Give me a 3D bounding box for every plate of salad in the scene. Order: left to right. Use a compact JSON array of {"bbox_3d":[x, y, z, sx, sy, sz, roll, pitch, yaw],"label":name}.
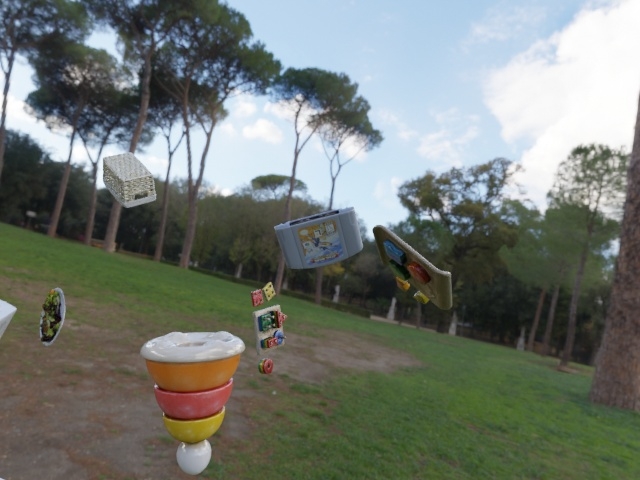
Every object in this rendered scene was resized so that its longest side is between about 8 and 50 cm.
[{"bbox_3d":[-0.936,0.262,1.566,0.200,0.199,0.048,6,-9,41],"label":"plate of salad"}]

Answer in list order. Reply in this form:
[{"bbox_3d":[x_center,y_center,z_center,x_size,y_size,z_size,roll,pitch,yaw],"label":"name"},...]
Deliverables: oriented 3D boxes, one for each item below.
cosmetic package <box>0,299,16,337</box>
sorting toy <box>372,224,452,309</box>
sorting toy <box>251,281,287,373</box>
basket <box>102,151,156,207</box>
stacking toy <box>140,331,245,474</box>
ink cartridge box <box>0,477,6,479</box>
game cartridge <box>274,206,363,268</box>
[{"bbox_3d":[-0.628,0.171,0.716,0.151,0.183,0.151,31,2,-14],"label":"cosmetic package"},{"bbox_3d":[0.242,0.101,1.197,0.229,0.041,0.307,38,-14,32],"label":"sorting toy"},{"bbox_3d":[-0.150,0.271,1.430,0.046,0.274,0.132,-7,-1,30],"label":"sorting toy"},{"bbox_3d":[-0.623,-0.201,1.475,0.113,0.103,0.167,-23,53,-39],"label":"basket"},{"bbox_3d":[-0.440,0.571,1.570,0.351,0.479,0.350,0,-3,0],"label":"stacking toy"},{"bbox_3d":[-0.794,0.626,1.029,0.219,0.092,0.160,25,12,-4],"label":"ink cartridge box"},{"bbox_3d":[0.000,0.000,1.668,0.297,0.198,0.062,-15,23,2],"label":"game cartridge"}]
